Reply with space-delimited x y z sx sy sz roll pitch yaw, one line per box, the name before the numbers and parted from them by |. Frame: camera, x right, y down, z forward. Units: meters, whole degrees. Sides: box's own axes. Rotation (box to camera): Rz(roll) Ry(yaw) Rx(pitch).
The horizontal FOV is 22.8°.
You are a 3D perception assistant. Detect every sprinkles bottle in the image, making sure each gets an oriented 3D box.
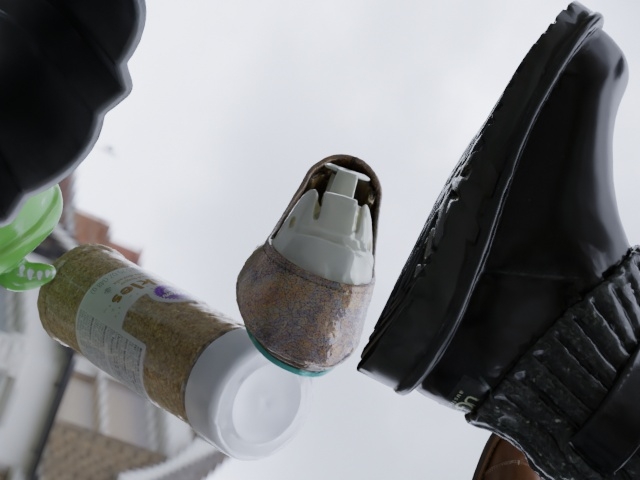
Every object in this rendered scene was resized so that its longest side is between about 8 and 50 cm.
sprinkles bottle | -0.156 0.105 1.603 0.355 0.121 0.121 23 -91 49

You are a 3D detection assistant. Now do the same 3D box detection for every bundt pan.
bundt pan | -0.280 -0.135 0.956 0.331 0.331 0.124 -51 -129 24

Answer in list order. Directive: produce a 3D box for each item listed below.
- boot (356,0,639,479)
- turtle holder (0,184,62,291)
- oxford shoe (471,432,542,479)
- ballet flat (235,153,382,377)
boot | 0.200 0.024 1.067 0.348 0.260 0.131 -62 -178 -29
turtle holder | -0.437 -0.052 1.620 0.320 0.227 0.243 -10 -148 10
oxford shoe | 0.155 0.204 1.229 0.076 0.076 0.212 3 -134 42
ballet flat | 0.000 0.000 1.265 0.316 0.107 0.106 -82 -167 -70
